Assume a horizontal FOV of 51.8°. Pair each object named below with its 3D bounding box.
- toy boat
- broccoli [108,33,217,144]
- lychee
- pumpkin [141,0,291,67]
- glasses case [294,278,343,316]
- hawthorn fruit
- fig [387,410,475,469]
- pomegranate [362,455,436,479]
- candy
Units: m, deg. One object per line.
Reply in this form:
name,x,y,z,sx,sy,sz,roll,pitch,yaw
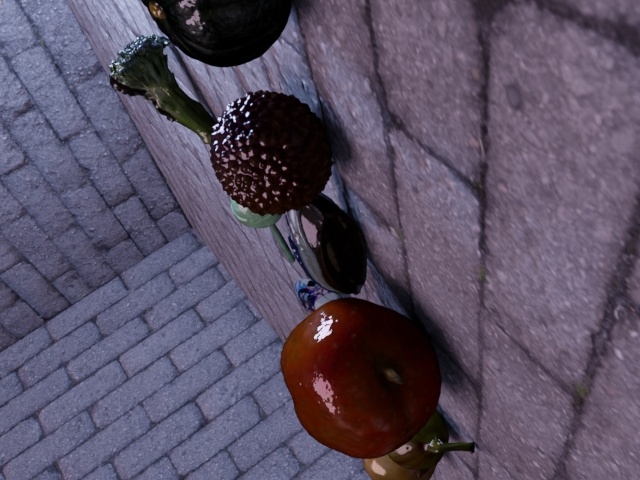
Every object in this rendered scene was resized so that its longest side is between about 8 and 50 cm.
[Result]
toy boat,0.000,0.000,1.138,0.115,0.114,0.262,31,158,38
broccoli,-0.351,-0.347,1.571,0.146,0.164,0.304,-19,123,45
lychee,-0.067,-0.129,0.965,0.188,0.188,0.188,52,167,18
pumpkin,-0.128,-0.308,0.763,0.220,0.162,0.220,49,170,12
glasses case,0.016,0.171,1.610,0.125,0.076,0.327,61,167,-17
hawthorn fruit,0.080,0.233,1.131,0.287,0.287,0.330,55,162,1
fig,0.210,0.422,1.384,0.148,0.142,0.186,30,-178,-6
pomegranate,0.192,0.516,1.591,0.191,0.191,0.191,52,167,18
candy,-0.109,-0.025,1.577,0.119,0.119,0.440,50,173,24
